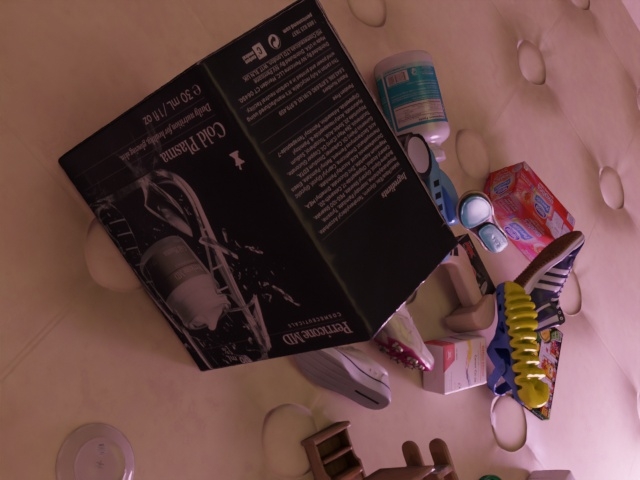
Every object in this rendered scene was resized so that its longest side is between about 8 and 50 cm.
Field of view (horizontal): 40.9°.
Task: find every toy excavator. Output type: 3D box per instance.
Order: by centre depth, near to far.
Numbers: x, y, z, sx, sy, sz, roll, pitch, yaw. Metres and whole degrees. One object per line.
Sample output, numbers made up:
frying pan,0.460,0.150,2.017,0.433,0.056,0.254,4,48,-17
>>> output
toy excavator,0.250,-0.006,1.969,0.445,0.222,0.433,6,74,-50

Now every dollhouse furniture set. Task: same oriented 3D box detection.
dollhouse furniture set,0.099,0.435,1.648,0.212,0.242,0.161,-18,89,-44

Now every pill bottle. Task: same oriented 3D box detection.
pill bottle,0.225,-0.311,2.065,0.146,0.146,0.264,-9,83,-43

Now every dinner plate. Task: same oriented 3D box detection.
dinner plate,-0.364,0.370,1.405,0.141,0.017,0.141,16,65,-39

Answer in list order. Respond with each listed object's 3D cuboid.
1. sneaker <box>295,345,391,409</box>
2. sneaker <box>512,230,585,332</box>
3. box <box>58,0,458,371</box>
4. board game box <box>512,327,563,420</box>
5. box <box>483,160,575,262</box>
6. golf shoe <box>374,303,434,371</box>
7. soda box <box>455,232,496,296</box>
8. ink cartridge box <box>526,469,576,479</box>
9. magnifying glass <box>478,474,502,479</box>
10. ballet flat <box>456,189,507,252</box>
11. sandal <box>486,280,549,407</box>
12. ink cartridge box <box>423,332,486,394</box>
sneaker,0.045,0.260,1.775,0.258,0.094,0.091,39,33,-30
sneaker,0.609,0.115,2.225,0.282,0.099,0.153,-45,99,1
box,-0.114,-0.070,1.451,0.297,0.479,0.472,-44,106,-39
board game box,0.576,0.327,2.263,0.136,0.030,0.260,36,55,-26
box,0.557,-0.074,2.306,0.257,0.122,0.128,43,52,-25
golf shoe,0.159,0.165,1.862,0.306,0.115,0.140,45,66,-25
soda box,0.372,0.071,2.141,0.060,0.053,0.169,-37,101,-43
ink cartridge box,0.541,0.711,2.047,0.278,0.117,0.201,-38,103,-43
magnifying glass,0.357,0.609,1.978,0.231,0.026,0.092,-11,84,-43
ballet flat,0.356,-0.057,1.952,0.248,0.086,0.086,51,45,-49
sandal,0.461,0.256,2.109,0.126,0.138,0.318,15,65,-39
ink cartridge box,0.328,0.284,2.008,0.198,0.067,0.115,-5,96,-43
